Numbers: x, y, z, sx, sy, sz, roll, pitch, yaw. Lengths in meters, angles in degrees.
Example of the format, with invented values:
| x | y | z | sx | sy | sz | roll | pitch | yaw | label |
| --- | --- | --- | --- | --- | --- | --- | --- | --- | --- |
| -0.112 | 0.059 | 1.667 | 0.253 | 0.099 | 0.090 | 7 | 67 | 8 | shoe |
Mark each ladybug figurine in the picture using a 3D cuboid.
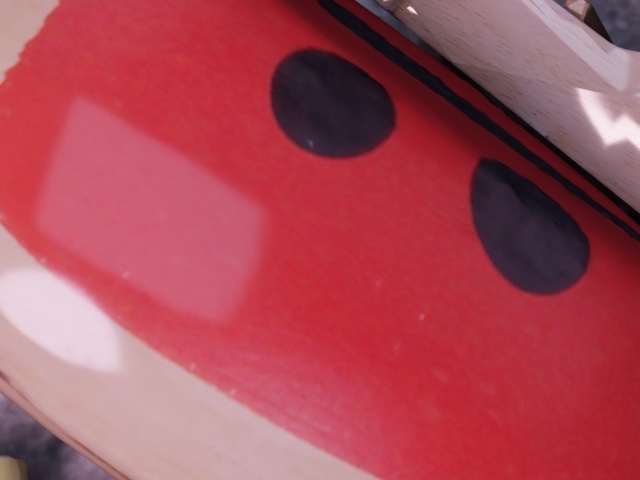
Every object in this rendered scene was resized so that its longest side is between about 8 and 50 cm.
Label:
| x | y | z | sx | sy | sz | roll | pitch | yaw | label |
| --- | --- | --- | --- | --- | --- | --- | --- | --- | --- |
| 0.000 | 0.000 | 0.529 | 0.449 | 0.305 | 0.162 | 35 | 107 | -11 | ladybug figurine |

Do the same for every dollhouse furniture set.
| x | y | z | sx | sy | sz | roll | pitch | yaw | label |
| --- | --- | --- | --- | --- | --- | --- | --- | --- | --- |
| 0.256 | -0.185 | 0.614 | 0.256 | 0.362 | 0.394 | 41 | 101 | 14 | dollhouse furniture set |

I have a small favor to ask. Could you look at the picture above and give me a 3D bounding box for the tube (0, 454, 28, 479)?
| x | y | z | sx | sy | sz | roll | pitch | yaw | label |
| --- | --- | --- | --- | --- | --- | --- | --- | --- | --- |
| -0.160 | 0.218 | 0.576 | 0.070 | 0.062 | 0.240 | -15 | 70 | 38 | tube |
